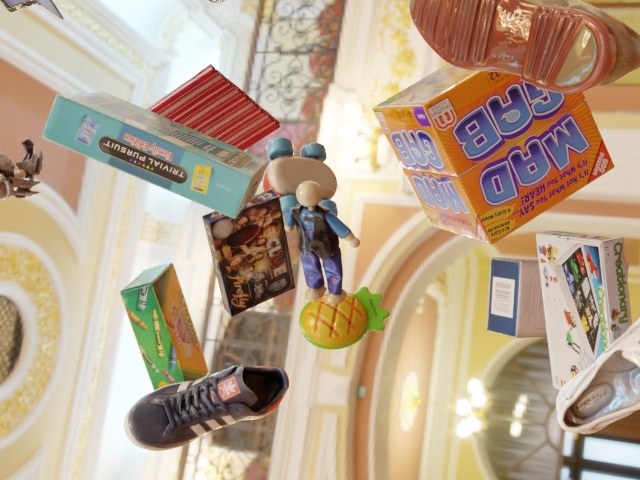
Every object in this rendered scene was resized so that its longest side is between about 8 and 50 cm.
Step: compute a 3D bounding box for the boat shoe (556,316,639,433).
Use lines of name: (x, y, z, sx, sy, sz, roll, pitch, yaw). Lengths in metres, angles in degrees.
boat shoe: (0.408, 0.152, 1.051, 0.277, 0.098, 0.096, -47, -14, 16)

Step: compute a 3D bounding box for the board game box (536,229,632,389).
board game box: (0.480, 0.139, 1.537, 0.193, 0.053, 0.305, -166, 67, -69)

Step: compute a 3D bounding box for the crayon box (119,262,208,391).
crayon box: (-0.343, 0.207, 1.888, 0.165, 0.081, 0.278, -69, -37, -75)

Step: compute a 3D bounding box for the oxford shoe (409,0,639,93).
oxford shoe: (0.253, -0.270, 1.088, 0.130, 0.348, 0.123, -10, -54, -36)

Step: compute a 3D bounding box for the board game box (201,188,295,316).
board game box: (-0.149, 0.028, 1.825, 0.165, 0.042, 0.243, -24, -54, -21)

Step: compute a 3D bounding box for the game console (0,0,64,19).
game console: (-0.619, -0.503, 1.802, 0.122, 0.107, 0.071, 100, 148, -80)

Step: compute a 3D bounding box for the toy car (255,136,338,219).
toy car: (-0.091, -0.128, 2.354, 0.210, 0.238, 0.219, 5, -117, -31)

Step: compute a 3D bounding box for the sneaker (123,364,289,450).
sneaker: (-0.218, 0.318, 1.707, 0.350, 0.148, 0.131, -13, -110, -35)

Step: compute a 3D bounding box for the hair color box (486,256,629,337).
hair color box: (0.552, 0.127, 1.969, 0.347, 0.105, 0.173, 1, -86, -29)

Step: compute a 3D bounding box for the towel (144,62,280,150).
towel: (-0.228, -0.252, 1.785, 0.275, 0.199, 0.031, 35, -152, -56)

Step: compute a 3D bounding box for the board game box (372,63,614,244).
board game box: (0.403, -0.252, 2.050, 0.356, 0.356, 0.356, 61, 171, -14)

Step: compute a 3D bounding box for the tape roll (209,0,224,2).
tape roll: (-0.165, -0.546, 1.615, 0.080, 0.189, 0.189, 52, -155, 2)

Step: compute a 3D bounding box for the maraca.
maraca: (0.048, 0.156, 1.729, 0.099, 0.186, 0.127, 99, 152, -61)

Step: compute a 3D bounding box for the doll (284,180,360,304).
doll: (0.000, 0.000, 1.231, 0.046, 0.129, 0.189, -39, -52, -45)

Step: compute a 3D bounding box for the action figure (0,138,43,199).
action figure: (-0.568, -0.163, 1.419, 0.099, 0.285, 0.185, -46, -34, 13)

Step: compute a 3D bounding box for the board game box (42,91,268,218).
board game box: (-0.271, -0.155, 1.473, 0.254, 0.336, 0.079, -75, 8, -78)
